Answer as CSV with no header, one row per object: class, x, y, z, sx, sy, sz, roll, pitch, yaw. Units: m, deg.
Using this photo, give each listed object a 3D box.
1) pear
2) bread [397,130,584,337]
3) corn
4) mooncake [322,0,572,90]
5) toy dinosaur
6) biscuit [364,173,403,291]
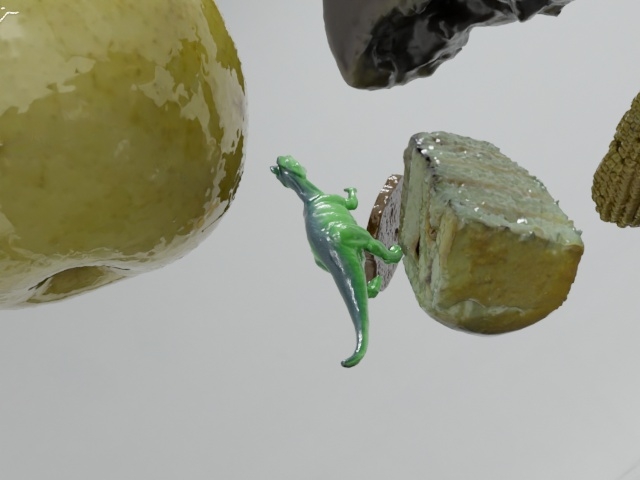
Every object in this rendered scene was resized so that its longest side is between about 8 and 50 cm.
pear,-0.229,-0.109,0.522,0.348,0.348,0.348,-38,-9,-7
bread,0.264,-0.008,1.117,0.395,0.240,0.263,-103,21,-57
corn,0.396,-0.125,0.717,0.097,0.097,0.319,-36,-31,-23
mooncake,0.207,-0.403,0.952,0.246,0.394,0.392,-24,-45,-36
toy dinosaur,0.000,0.000,1.265,0.144,0.374,0.500,-47,5,27
biscuit,0.162,-0.014,1.538,0.257,0.049,0.272,70,-144,-52
